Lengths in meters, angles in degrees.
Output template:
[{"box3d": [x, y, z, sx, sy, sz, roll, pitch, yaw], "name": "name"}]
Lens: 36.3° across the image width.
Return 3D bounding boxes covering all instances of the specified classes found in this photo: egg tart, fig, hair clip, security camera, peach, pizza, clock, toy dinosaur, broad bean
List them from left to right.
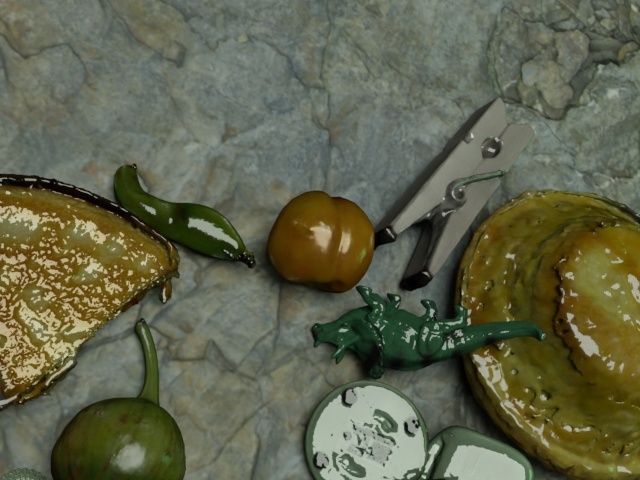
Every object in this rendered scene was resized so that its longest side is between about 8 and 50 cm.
[{"box3d": [-0.336, 0.296, 1.092, 0.074, 0.010, 0.083, 22, 64, -13], "name": "clock"}, {"box3d": [-0.287, 0.059, 1.160, 0.251, 0.074, 0.287, 0, 73, -21], "name": "pizza"}, {"box3d": [-0.218, 0.202, 1.131, 0.149, 0.149, 0.245, 22, 45, -13], "name": "fig"}, {"box3d": [-0.175, -0.024, 1.248, 0.214, 0.048, 0.070, 33, 64, -5], "name": "broad bean"}, {"box3d": [0.000, 0.000, 1.265, 0.138, 0.138, 0.138, 7, 69, -19], "name": "peach"}, {"box3d": [0.123, 0.288, 1.245, 0.302, 0.080, 0.157, 24, 80, 0], "name": "security camera"}, {"box3d": [0.134, 0.107, 1.274, 0.292, 0.079, 0.120, -12, 73, 4], "name": "toy dinosaur"}, {"box3d": [0.193, -0.075, 1.391, 0.101, 0.085, 0.331, 44, 61, -5], "name": "hair clip"}, {"box3d": [0.397, 0.113, 1.355, 0.443, 0.178, 0.443, 8, 67, -19], "name": "egg tart"}]

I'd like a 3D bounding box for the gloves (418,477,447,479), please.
[{"box3d": [0.146, 0.346, 1.124, 0.331, 0.154, 0.141, 13, 71, -9], "name": "gloves"}]
